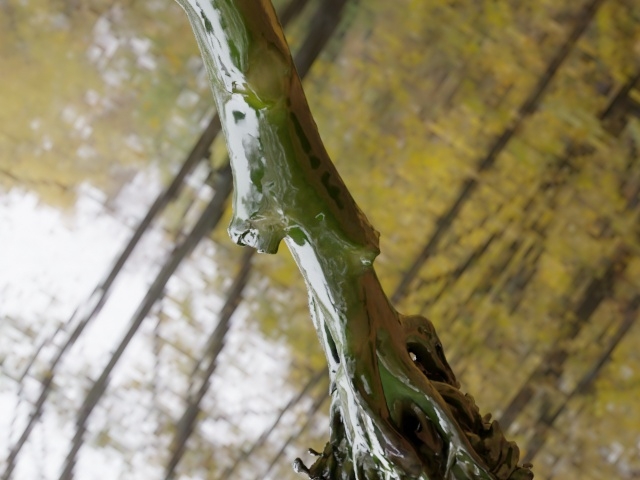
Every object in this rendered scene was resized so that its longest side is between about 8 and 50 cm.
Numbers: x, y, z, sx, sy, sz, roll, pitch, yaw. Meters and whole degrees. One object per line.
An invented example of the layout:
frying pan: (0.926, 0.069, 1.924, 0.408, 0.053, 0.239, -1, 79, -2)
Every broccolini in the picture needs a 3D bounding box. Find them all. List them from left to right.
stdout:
broccolini: (0.002, -0.001, 0.483, 0.067, 0.216, 0.058, 1, -140, 30)
